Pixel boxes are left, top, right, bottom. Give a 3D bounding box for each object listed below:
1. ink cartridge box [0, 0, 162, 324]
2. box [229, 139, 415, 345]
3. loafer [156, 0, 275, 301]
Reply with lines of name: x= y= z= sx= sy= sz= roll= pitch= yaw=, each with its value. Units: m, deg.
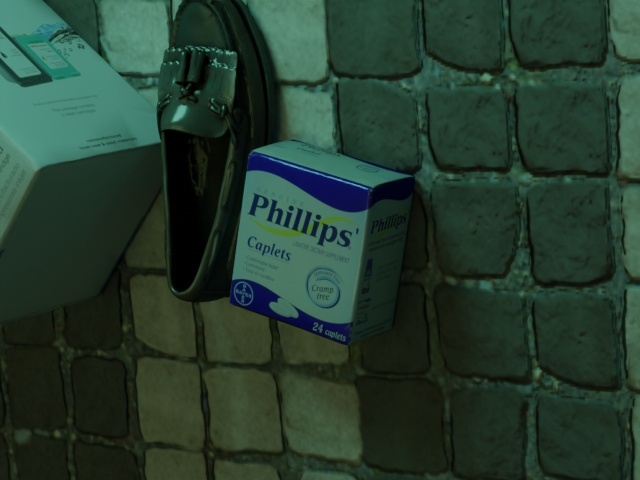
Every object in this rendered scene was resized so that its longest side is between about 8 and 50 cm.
ink cartridge box: x=-0.304 y=-0.089 z=1.706 sx=0.270 sy=0.197 sz=0.198 roll=43 pitch=121 yaw=20
box: x=0.000 y=0.000 z=1.589 sx=0.126 sy=0.072 sz=0.137 roll=18 pitch=109 yaw=31
loafer: x=-0.095 y=-0.078 z=1.631 sx=0.096 sy=0.084 sz=0.267 roll=3 pitch=102 yaw=35
